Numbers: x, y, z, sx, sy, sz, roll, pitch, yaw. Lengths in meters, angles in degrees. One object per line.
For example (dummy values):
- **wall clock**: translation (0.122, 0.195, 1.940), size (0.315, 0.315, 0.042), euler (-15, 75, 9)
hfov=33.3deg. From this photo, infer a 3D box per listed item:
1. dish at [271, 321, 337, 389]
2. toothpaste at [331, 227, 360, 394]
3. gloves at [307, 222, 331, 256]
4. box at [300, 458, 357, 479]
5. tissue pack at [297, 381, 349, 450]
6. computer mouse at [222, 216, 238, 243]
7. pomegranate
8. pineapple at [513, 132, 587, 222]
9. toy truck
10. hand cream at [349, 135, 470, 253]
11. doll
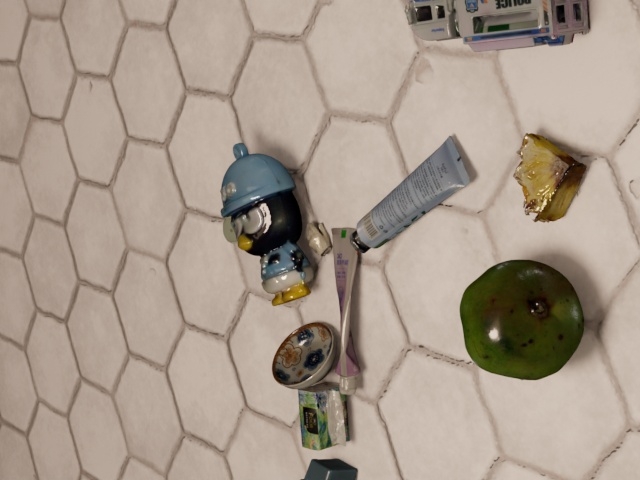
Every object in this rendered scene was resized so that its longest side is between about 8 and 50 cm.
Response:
- **dish**: translation (-0.013, 0.232, 2.001), size (0.141, 0.078, 0.141), euler (-27, 36, 22)
- **toothpaste**: translation (0.048, 0.127, 1.936), size (0.075, 0.048, 0.300), euler (178, 91, -75)
- **gloves**: translation (-0.001, -0.001, 1.978), size (0.044, 0.037, 0.081), euler (-40, 56, 4)
- **box**: translation (0.019, 0.440, 1.988), size (0.074, 0.099, 0.054), euler (18, 95, 43)
- **tissue pack**: translation (0.013, 0.326, 1.978), size (0.079, 0.085, 0.111), euler (1, 97, 46)
- **computer mouse**: translation (-0.145, -0.020, 2.127), size (0.110, 0.032, 0.055), euler (6, 102, 36)
- **pomegranate**: translation (0.288, 0.126, 1.602), size (0.225, 0.187, 0.187), euler (128, 123, -66)
- **pineapple**: translation (0.336, -0.098, 1.572), size (0.116, 0.069, 0.137), euler (-20, 80, 47)
- **toy truck**: translation (0.252, -0.355, 1.578), size (0.268, 0.124, 0.155), euler (2, 103, 45)
- **hand cream**: translation (0.147, -0.063, 1.794), size (0.271, 0.058, 0.091), euler (-41, 55, 39)
- **doll**: translation (-0.104, -0.035, 2.001), size (0.177, 0.141, 0.314), euler (-27, 81, 57)
